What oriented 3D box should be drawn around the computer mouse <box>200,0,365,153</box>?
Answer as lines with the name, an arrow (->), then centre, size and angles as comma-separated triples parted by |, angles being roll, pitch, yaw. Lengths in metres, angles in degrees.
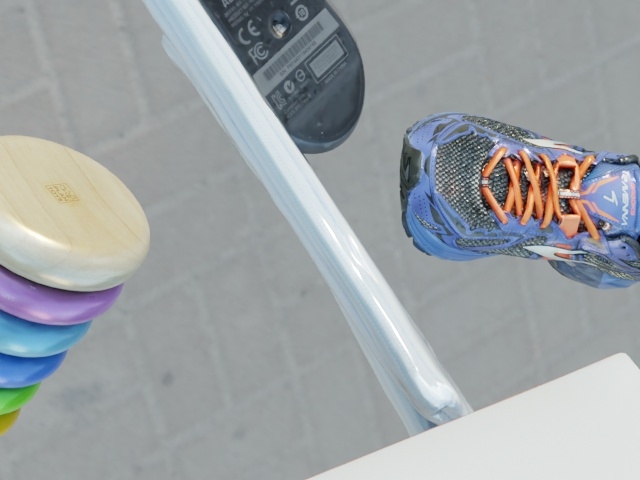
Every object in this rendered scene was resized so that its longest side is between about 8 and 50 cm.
computer mouse -> -0.060, -0.189, 1.304 | 0.188, 0.072, 0.272 | -42, 113, -31

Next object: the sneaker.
sneaker -> 0.130, -0.025, 0.901 | 0.221, 0.087, 0.083 | 9, 79, -39

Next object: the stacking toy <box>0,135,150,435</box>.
stacking toy -> -0.248, 0.090, 1.200 | 0.141, 0.141, 0.330 | 6, 128, -38

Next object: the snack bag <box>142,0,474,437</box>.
snack bag -> 0.000, 0.000, 0.854 | 0.037, 0.323, 0.342 | -33, 161, 1

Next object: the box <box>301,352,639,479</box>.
box -> 0.064, 0.246, 0.556 | 0.215, 0.168, 0.345 | -20, 125, -9
